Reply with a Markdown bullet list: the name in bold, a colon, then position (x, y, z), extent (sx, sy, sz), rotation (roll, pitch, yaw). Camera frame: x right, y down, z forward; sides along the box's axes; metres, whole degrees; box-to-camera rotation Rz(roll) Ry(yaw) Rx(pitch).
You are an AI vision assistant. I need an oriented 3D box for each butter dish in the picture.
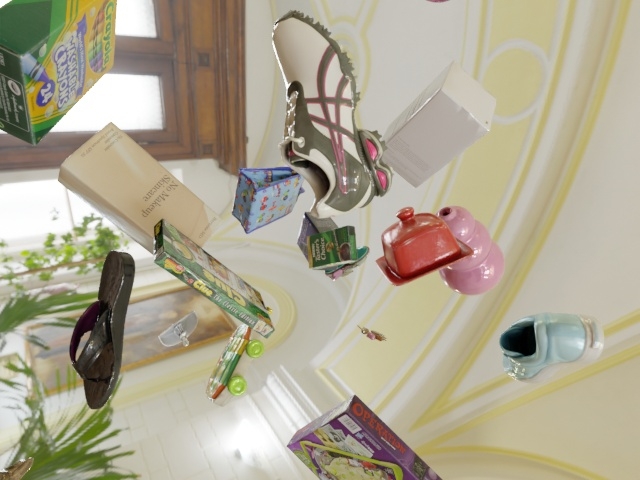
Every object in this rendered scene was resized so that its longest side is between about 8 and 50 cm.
- **butter dish**: position (0.175, -0.006, 0.776), extent (0.160, 0.159, 0.118), rotation (-109, 177, -74)

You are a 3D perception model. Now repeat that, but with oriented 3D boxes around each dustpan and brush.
- **dustpan and brush**: position (-0.506, 0.346, 1.518), extent (0.060, 0.147, 0.211), rotation (49, -27, 8)

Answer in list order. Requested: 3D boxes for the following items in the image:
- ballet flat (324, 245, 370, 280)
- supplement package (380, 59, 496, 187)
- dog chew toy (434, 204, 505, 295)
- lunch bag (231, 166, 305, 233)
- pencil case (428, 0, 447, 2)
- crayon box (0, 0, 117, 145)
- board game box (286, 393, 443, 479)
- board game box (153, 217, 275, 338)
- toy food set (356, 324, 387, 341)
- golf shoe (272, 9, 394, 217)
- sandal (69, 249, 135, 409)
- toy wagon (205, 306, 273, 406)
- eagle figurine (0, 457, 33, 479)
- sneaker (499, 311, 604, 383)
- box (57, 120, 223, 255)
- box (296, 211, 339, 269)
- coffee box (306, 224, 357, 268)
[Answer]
- **ballet flat**: position (0.119, 0.095, 1.668), extent (0.221, 0.079, 0.077), rotation (-32, -144, 23)
- **supplement package**: position (0.331, -0.329, 1.214), extent (0.177, 0.175, 0.293), rotation (37, -39, -11)
- **dog chew toy**: position (0.440, 0.024, 1.286), extent (0.206, 0.207, 0.332), rotation (27, -19, 51)
- **lunch bag**: position (-0.178, -0.177, 1.634), extent (0.138, 0.293, 0.221), rotation (50, -42, 28)
- **pencil case**: position (0.238, -0.546, 0.695), extent (0.124, 0.124, 0.284), rotation (13, -110, 55)
- **crayon box**: position (-0.463, -0.354, 0.751), extent (0.203, 0.083, 0.323), rotation (-46, -157, 51)
- **board game box**: position (0.120, 0.446, 0.743), extent (0.347, 0.056, 0.208), rotation (44, -57, 2)
- **board game box**: position (-0.192, 0.072, 0.759), extent (0.030, 0.259, 0.136), rotation (-42, -146, 5)
- **toy food set**: position (0.182, 0.330, 1.442), extent (0.019, 0.122, 0.078), rotation (-64, -157, 2)
- **golf shoe**: position (-0.006, -0.163, 0.545), extent (0.273, 0.120, 0.105), rotation (63, -22, -6)
- **sandal**: position (-0.632, 0.246, 1.169), extent (0.167, 0.107, 0.446), rotation (5, -94, 39)
- **toy wagon**: position (-0.266, 0.369, 1.380), extent (0.267, 0.068, 0.345), rotation (-22, -140, 62)
- **eagle figurine**: position (-0.546, 0.354, 0.566), extent (0.298, 0.226, 0.225), rotation (-10, -122, 19)
- **sneaker**: position (0.477, 0.240, 0.967), extent (0.366, 0.150, 0.135), rotation (92, 8, -60)
- **box**: position (-0.389, -0.086, 0.918), extent (0.311, 0.148, 0.121), rotation (42, -30, -21)
- **box**: position (0.000, 0.000, 1.636), extent (0.207, 0.108, 0.153), rotation (-126, -135, -54)
- **coffee box**: position (0.034, 0.025, 1.319), extent (0.184, 0.040, 0.113), rotation (-13, -104, 43)
